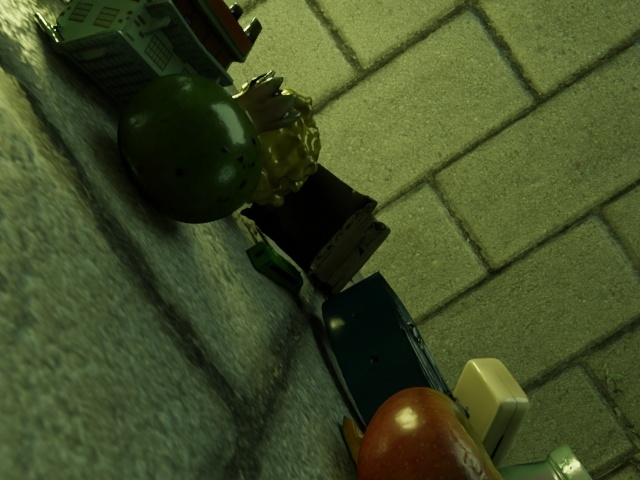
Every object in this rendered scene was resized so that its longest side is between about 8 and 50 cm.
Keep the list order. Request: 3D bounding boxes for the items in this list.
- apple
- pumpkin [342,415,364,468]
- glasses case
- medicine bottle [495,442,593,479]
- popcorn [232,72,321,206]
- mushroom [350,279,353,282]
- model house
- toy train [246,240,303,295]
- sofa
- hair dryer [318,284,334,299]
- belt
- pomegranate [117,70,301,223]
[{"bbox_3d":[0.140,0.315,0.738,0.210,0.173,0.235,51,10,-22],"label":"apple"},{"bbox_3d":[0.065,0.312,0.852,0.073,0.035,0.101,48,12,-43],"label":"pumpkin"},{"bbox_3d":[0.324,0.418,1.205,0.144,0.076,0.336,-114,-147,-55],"label":"glasses case"},{"bbox_3d":[0.389,0.534,1.039,0.245,0.290,0.245,56,6,-9],"label":"medicine bottle"},{"bbox_3d":[-0.118,-0.185,1.035,0.249,0.249,0.225,61,-4,42],"label":"popcorn"},{"bbox_3d":[0.000,0.008,1.513,0.292,0.212,0.217,-171,-103,-82],"label":"mushroom"},{"bbox_3d":[-0.234,-0.288,0.800,0.199,0.215,0.224,23,-12,27],"label":"model house"},{"bbox_3d":[-0.073,0.057,1.086,0.044,0.042,0.209,60,7,27],"label":"toy train"},{"bbox_3d":[-0.002,-0.036,1.168,0.258,0.200,0.182,40,-1,31],"label":"sofa"},{"bbox_3d":[0.088,0.199,1.510,0.251,0.089,0.197,50,6,-1],"label":"hair dryer"},{"bbox_3d":[0.152,0.273,1.119,0.436,0.173,0.300,61,8,33],"label":"belt"},{"bbox_3d":[-0.132,-0.127,0.697,0.187,0.225,0.187,53,-9,13],"label":"pomegranate"}]
